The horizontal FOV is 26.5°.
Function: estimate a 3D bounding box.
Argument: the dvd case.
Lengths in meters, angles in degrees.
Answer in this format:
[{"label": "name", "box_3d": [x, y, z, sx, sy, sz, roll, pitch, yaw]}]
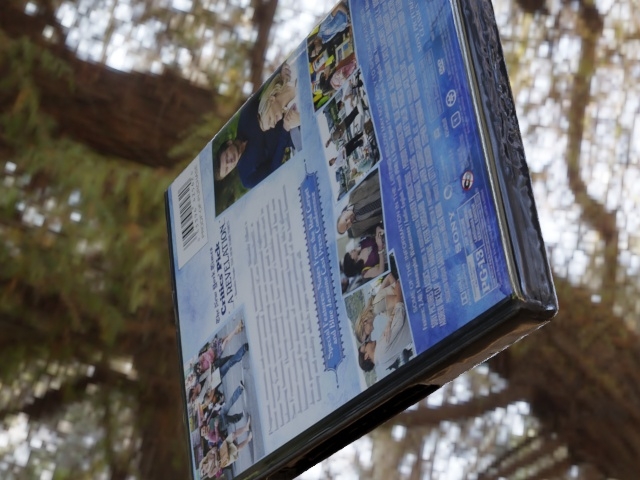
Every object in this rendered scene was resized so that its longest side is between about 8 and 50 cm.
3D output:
[{"label": "dvd case", "box_3d": [0.000, 0.000, 0.588, 0.022, 0.180, 0.253, 8, -30, -31]}]
